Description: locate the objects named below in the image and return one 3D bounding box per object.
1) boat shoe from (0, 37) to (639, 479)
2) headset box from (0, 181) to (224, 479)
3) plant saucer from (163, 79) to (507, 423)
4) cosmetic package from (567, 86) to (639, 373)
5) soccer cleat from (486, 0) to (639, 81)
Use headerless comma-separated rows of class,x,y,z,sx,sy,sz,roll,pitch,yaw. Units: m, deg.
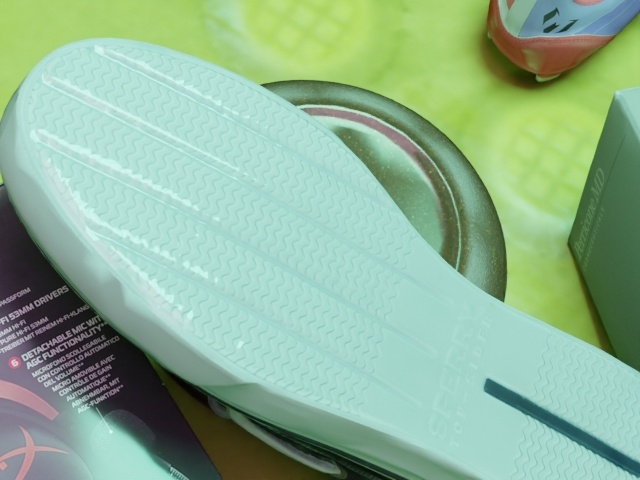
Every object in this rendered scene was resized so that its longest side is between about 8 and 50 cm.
boat shoe,0.000,0.049,0.603,0.335,0.119,0.121,36,57,-16
headset box,-0.157,0.128,0.595,0.218,0.110,0.293,-30,75,-18
plant saucer,0.000,0.000,0.712,0.199,0.036,0.198,3,68,-6
cosmetic package,0.204,0.048,0.645,0.107,0.127,0.238,-12,53,-12
soccer cleat,0.184,-0.184,0.780,0.083,0.095,0.248,43,69,10
